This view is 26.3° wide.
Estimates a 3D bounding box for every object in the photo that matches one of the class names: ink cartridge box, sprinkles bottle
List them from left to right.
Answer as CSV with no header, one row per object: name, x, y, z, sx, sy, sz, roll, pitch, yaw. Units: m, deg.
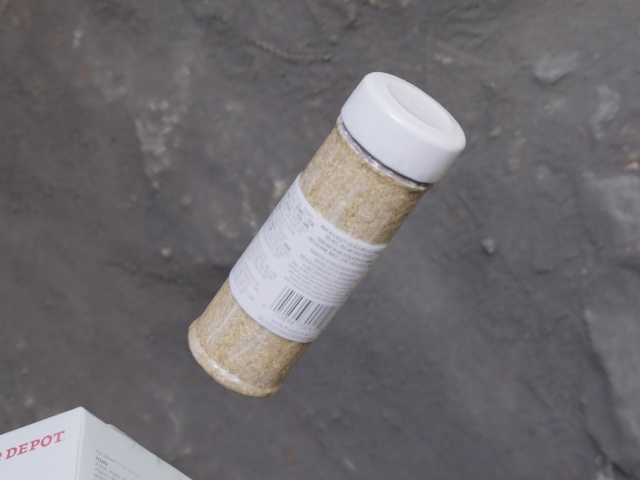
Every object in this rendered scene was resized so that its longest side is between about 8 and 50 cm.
ink cartridge box,-0.163,0.217,0.849,0.128,0.176,0.127,-20,139,26
sprinkles bottle,0.000,0.000,1.400,0.121,0.121,0.355,43,115,15
